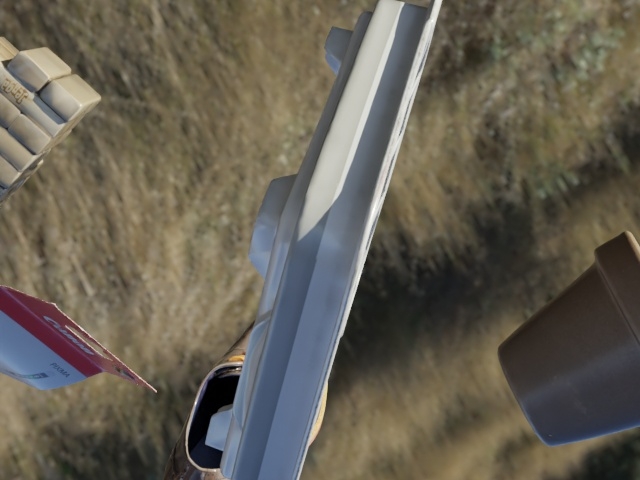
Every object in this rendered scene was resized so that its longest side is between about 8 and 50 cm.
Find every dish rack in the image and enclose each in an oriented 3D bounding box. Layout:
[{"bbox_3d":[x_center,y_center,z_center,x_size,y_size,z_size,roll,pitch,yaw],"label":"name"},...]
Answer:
[{"bbox_3d":[0.000,0.000,0.964,0.333,0.072,0.286,-72,178,-53],"label":"dish rack"}]

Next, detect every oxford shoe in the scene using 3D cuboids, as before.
[{"bbox_3d":[-0.063,0.164,1.492,0.364,0.130,0.133,-67,172,-52],"label":"oxford shoe"}]

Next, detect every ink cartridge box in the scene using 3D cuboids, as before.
[{"bbox_3d":[-0.290,0.095,1.377,0.056,0.224,0.181,-59,140,-16],"label":"ink cartridge box"}]

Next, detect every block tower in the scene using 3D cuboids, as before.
[{"bbox_3d":[-0.314,-0.012,1.082,0.335,0.091,0.097,-46,-175,7],"label":"block tower"}]

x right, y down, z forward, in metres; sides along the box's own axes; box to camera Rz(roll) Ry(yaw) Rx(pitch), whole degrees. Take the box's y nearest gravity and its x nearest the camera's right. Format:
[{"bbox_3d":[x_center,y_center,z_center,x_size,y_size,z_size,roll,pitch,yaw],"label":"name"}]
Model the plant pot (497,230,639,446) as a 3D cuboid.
[{"bbox_3d":[0.362,0.151,1.861,0.229,0.263,0.263,-28,165,11],"label":"plant pot"}]
